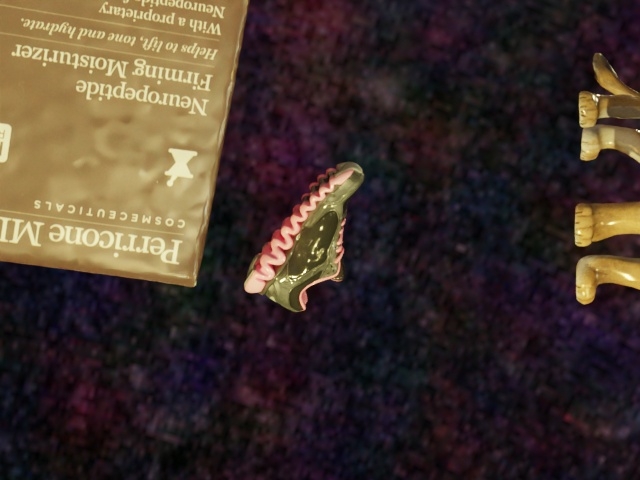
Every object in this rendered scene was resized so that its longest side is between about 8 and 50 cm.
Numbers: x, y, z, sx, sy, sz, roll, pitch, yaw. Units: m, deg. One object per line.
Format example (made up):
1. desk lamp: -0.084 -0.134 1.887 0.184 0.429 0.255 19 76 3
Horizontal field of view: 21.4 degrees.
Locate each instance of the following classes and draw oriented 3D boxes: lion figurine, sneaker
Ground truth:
1. lion figurine: 0.329 -0.038 1.379 0.240 0.142 0.392 0 43 9
2. sneaker: 0.000 0.000 1.160 0.057 0.119 0.047 36 20 -5

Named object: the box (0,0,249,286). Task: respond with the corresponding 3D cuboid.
1. box: -0.144 -0.102 1.028 0.168 0.203 0.167 8 16 -12
